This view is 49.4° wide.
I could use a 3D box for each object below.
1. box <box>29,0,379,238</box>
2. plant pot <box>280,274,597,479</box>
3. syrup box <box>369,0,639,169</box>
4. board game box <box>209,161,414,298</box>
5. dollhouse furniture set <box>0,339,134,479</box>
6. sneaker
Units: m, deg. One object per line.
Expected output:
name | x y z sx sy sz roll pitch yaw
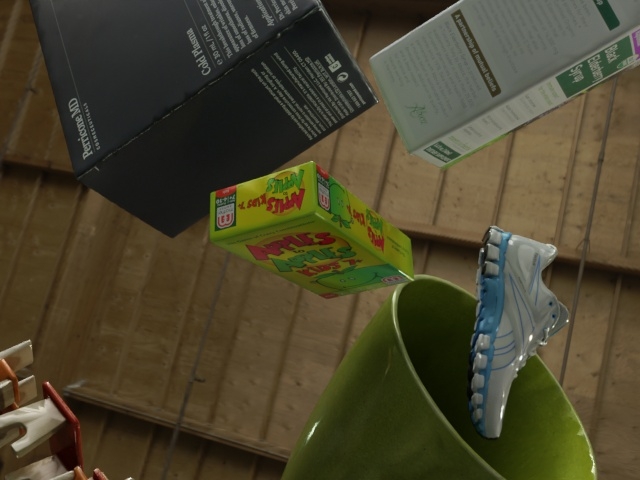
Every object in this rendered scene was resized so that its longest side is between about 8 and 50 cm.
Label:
box | -0.154 -0.240 0.850 0.312 0.179 0.343 -31 -122 10
plant pot | 0.089 0.235 0.761 0.293 0.274 0.275 -47 -115 27
syrup box | 0.170 -0.158 0.564 0.236 0.093 0.096 -27 -104 23
board game box | 0.000 0.000 0.578 0.092 0.181 0.043 -14 -114 26
dollhouse furniture set | -0.330 0.289 0.902 0.135 0.259 0.262 -25 -128 -38
sneaker | 0.176 0.082 0.616 0.082 0.071 0.191 9 -103 7
